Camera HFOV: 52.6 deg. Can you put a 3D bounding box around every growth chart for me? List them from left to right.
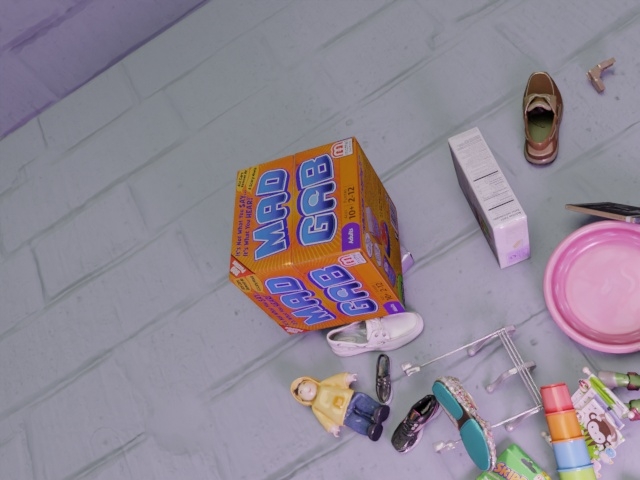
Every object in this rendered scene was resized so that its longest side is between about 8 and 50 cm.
[{"bbox_3d":[0.621,0.437,1.507,0.172,0.021,0.237,46,121,40],"label":"growth chart"}]

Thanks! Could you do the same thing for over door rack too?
[{"bbox_3d":[0.392,0.376,1.639,0.324,0.108,0.239,-20,57,-4],"label":"over door rack"}]

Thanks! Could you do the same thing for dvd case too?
[{"bbox_3d":[0.779,-0.074,1.678,0.221,0.165,0.018,-156,65,-63],"label":"dvd case"}]

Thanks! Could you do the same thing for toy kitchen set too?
[{"bbox_3d":[0.871,-0.503,1.991,0.083,0.068,0.075,-30,84,4],"label":"toy kitchen set"}]

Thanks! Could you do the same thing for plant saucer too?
[{"bbox_3d":[0.738,0.117,1.627,0.332,0.084,0.331,-6,77,27],"label":"plant saucer"}]

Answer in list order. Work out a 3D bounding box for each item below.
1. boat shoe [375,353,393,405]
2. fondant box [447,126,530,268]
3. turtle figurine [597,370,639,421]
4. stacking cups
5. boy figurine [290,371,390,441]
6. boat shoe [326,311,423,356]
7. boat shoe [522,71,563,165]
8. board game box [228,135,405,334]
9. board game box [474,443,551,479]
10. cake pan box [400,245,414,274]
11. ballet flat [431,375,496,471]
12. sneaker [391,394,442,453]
[{"bbox_3d":[0.171,0.380,1.778,0.049,0.040,0.142,-8,60,18],"label":"boat shoe"},{"bbox_3d":[0.473,-0.119,1.814,0.096,0.238,0.330,-22,57,8],"label":"fondant box"},{"bbox_3d":[0.801,0.368,1.494,0.266,0.275,0.197,-16,79,37],"label":"turtle figurine"},{"bbox_3d":[0.578,0.485,1.474,0.096,0.096,0.316,-13,74,15],"label":"stacking cups"},{"bbox_3d":[0.047,0.436,1.766,0.285,0.092,0.177,20,83,28],"label":"boy figurine"},{"bbox_3d":[0.150,0.258,1.820,0.277,0.096,0.098,-19,57,11],"label":"boat shoe"},{"bbox_3d":[0.671,-0.386,1.954,0.123,0.120,0.323,-4,61,20],"label":"boat shoe"},{"bbox_3d":[0.000,0.000,1.777,0.357,0.356,0.356,-14,54,19],"label":"board game box"},{"bbox_3d":[0.419,0.620,1.548,0.259,0.039,0.124,-44,56,-2],"label":"board game box"},{"bbox_3d":[0.113,0.074,1.957,0.267,0.070,0.245,37,83,34],"label":"cake pan box"},{"bbox_3d":[0.352,0.417,1.514,0.077,0.091,0.241,-7,56,-35],"label":"ballet flat"},{"bbox_3d":[0.242,0.465,1.680,0.072,0.077,0.178,31,78,34],"label":"sneaker"}]
